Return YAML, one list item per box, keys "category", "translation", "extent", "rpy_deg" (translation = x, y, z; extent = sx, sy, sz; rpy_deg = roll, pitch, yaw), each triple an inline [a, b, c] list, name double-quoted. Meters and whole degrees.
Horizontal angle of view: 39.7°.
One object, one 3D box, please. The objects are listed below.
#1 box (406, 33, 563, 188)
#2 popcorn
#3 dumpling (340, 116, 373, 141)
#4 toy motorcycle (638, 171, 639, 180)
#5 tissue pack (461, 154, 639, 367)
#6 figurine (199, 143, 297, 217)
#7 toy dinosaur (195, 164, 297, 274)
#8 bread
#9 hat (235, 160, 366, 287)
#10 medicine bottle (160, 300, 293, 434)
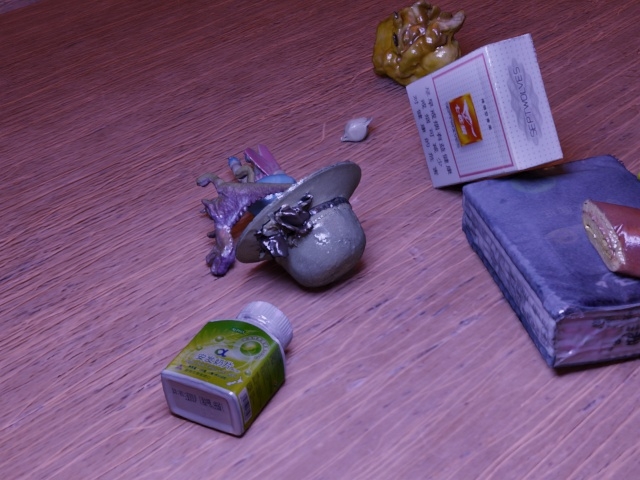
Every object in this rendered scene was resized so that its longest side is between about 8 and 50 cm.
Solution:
- category: "box"
  translation: [0.277, -0.213, 1.556]
  extent: [0.095, 0.210, 0.330]
  rpy_deg: [-17, 3, -16]
- category: "popcorn"
  translation: [0.234, -0.445, 2.063]
  extent: [0.191, 0.190, 0.253]
  rpy_deg: [-8, -8, -24]
- category: "dumpling"
  translation: [0.079, -0.243, 1.900]
  extent: [0.052, 0.076, 0.057]
  rpy_deg: [16, 38, -7]
- category: "toy motorcycle"
  translation: [0.707, -0.118, 1.452]
  extent: [0.326, 0.200, 0.191]
  rpy_deg: [24, 25, 31]
- category: "tissue pack"
  translation: [0.416, 0.019, 1.383]
  extent: [0.288, 0.124, 0.394]
  rpy_deg: [-11, 33, -5]
- category: "figurine"
  translation: [-0.134, -0.103, 1.686]
  extent: [0.205, 0.103, 0.260]
  rpy_deg: [-17, 36, -14]
- category: "toy dinosaur"
  translation: [-0.125, -0.069, 1.547]
  extent: [0.251, 0.072, 0.200]
  rpy_deg: [-37, 49, 10]
- category: "bread"
  translation: [0.452, -0.001, 1.237]
  extent: [0.192, 0.067, 0.119]
  rpy_deg: [11, 37, 23]
- category: "hat"
  translation: [0.000, 0.000, 1.460]
  extent: [0.257, 0.257, 0.130]
  rpy_deg: [-28, 71, -29]
- category: "medicine bottle"
  translation: [-0.122, 0.176, 1.279]
  extent: [0.132, 0.088, 0.188]
  rpy_deg: [11, 38, 26]
